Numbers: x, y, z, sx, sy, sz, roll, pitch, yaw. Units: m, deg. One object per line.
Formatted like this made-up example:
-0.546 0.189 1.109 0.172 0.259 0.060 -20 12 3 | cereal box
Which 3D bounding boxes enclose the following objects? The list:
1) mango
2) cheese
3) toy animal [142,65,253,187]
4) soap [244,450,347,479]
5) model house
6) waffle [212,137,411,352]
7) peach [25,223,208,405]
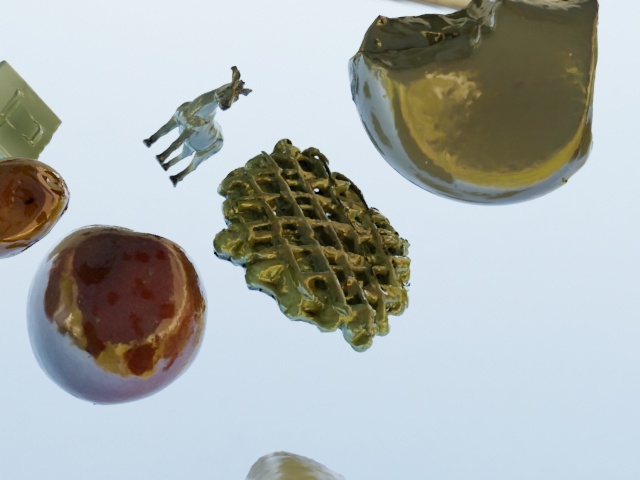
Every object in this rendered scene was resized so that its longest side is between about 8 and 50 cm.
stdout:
-0.249 -0.028 0.953 0.114 0.060 0.080 -26 -98 -44 | mango
0.120 -0.113 0.908 0.203 0.175 0.091 3 -160 -8 | cheese
-0.180 -0.171 1.797 0.176 0.217 0.073 -35 -103 -7 | toy animal
0.044 0.263 0.667 0.115 0.427 0.306 -32 -90 -6 | soap
-0.383 -0.105 1.300 0.100 0.149 0.127 52 -150 -23 | model house
0.000 0.000 1.633 0.317 0.073 0.297 36 -139 -5 | waffle
-0.267 0.097 1.535 0.252 0.252 0.252 7 -136 -7 | peach
